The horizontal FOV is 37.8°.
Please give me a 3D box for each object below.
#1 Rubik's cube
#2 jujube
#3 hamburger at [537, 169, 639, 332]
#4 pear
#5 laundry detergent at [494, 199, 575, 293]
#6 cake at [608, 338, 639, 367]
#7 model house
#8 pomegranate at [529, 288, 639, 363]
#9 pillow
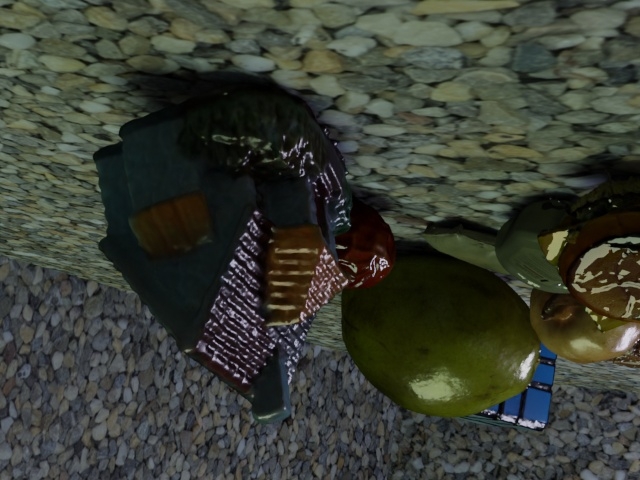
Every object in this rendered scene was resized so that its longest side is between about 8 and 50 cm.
[{"bbox_3d":[0.421,0.333,2.458,0.283,0.289,0.293,16,169,-27],"label":"Rubik's cube"},{"bbox_3d":[0.000,0.000,1.552,0.250,0.174,0.174,19,166,-19],"label":"jujube"},{"bbox_3d":[0.416,0.005,1.218,0.243,0.139,0.262,-17,131,34],"label":"hamburger"},{"bbox_3d":[0.236,0.192,1.886,0.413,0.352,0.352,17,170,15],"label":"pear"},{"bbox_3d":[0.360,0.020,1.446,0.181,0.091,0.253,30,167,-5],"label":"laundry detergent"},{"bbox_3d":[0.649,0.191,1.963,0.147,0.135,0.134,26,162,-36],"label":"cake"},{"bbox_3d":[-0.101,0.044,1.202,0.297,0.339,0.360,-13,154,10],"label":"model house"},{"bbox_3d":[0.472,0.119,1.655,0.207,0.207,0.207,10,168,2],"label":"pomegranate"},{"bbox_3d":[0.289,0.017,1.648,0.208,0.053,0.119,20,163,-23],"label":"pillow"}]
